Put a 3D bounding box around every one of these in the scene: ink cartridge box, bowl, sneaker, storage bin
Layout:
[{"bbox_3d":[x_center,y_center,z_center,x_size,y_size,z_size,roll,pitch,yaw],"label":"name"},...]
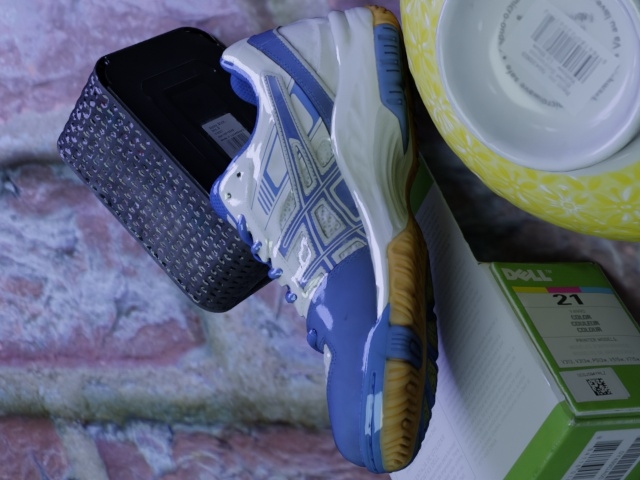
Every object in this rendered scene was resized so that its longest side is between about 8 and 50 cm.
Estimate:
[{"bbox_3d":[0.108,0.077,0.802,0.189,0.097,0.255,-65,35,38],"label":"ink cartridge box"},{"bbox_3d":[0.147,-0.113,0.623,0.289,0.156,0.289,17,122,30],"label":"bowl"},{"bbox_3d":[0.000,0.000,0.739,0.131,0.112,0.296,-7,67,9],"label":"sneaker"},{"bbox_3d":[-0.083,-0.054,0.850,0.180,0.122,0.084,46,132,9],"label":"storage bin"}]
